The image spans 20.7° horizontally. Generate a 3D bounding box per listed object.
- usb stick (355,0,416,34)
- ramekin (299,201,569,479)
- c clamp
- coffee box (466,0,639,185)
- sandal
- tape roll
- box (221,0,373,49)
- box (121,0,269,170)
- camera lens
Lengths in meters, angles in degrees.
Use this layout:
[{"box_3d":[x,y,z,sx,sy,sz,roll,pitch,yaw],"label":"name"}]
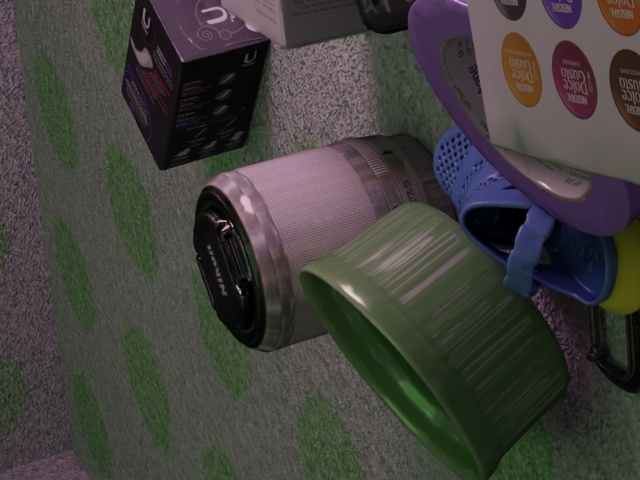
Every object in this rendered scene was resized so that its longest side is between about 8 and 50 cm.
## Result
[{"box_3d":[0.141,-0.260,1.735,0.278,0.045,0.077,-7,114,47],"label":"usb stick"},{"box_3d":[0.129,0.102,1.898,0.303,0.148,0.303,48,169,12],"label":"ramekin"},{"box_3d":[0.290,0.073,1.779,0.137,0.022,0.161,16,119,60],"label":"c clamp"},{"box_3d":[0.301,-0.231,1.073,0.337,0.338,0.334,25,129,64],"label":"coffee box"},{"box_3d":[0.195,-0.033,1.752,0.317,0.138,0.126,43,130,52],"label":"sandal"},{"box_3d":[0.203,-0.135,1.559,0.275,0.090,0.275,46,168,13],"label":"tape roll"},{"box_3d":[-0.004,-0.313,2.005,0.181,0.182,0.119,40,139,55],"label":"box"},{"box_3d":[-0.187,-0.255,2.563,0.165,0.143,0.270,61,156,25],"label":"box"},{"box_3d":[0.000,0.000,2.095,0.219,0.274,0.219,50,149,46],"label":"camera lens"}]
